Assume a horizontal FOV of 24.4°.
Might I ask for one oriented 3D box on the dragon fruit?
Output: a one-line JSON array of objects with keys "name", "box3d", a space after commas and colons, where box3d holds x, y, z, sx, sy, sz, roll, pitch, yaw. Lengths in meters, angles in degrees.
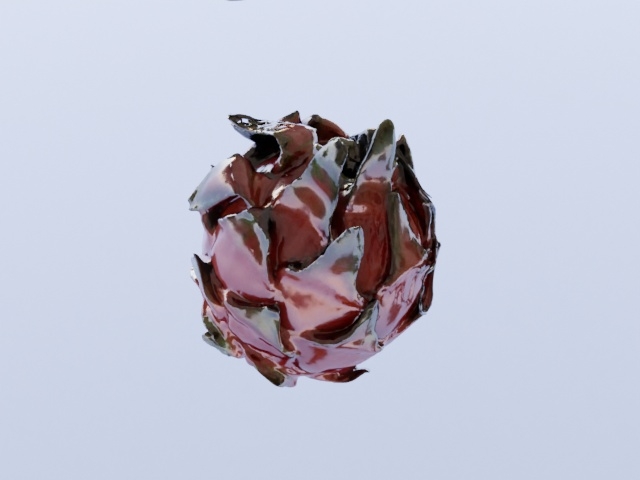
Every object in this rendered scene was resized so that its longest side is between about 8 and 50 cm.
[{"name": "dragon fruit", "box3d": [0.000, 0.000, 1.163, 0.193, 0.274, 0.192, 13, -140, -32]}]
